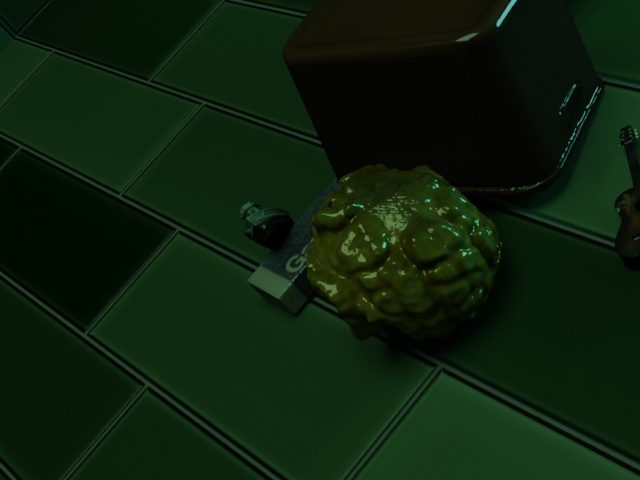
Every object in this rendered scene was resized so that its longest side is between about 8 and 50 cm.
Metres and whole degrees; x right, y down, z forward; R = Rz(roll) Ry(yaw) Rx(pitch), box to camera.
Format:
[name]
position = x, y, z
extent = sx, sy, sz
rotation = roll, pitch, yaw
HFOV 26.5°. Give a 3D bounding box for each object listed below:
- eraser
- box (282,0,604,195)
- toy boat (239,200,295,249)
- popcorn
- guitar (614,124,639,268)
[eraser]
position = 0.000, 0.000, 1.857
extent = 0.212, 0.046, 0.092
rotation = -49, 35, -11
[box]
position = 0.153, -0.220, 1.752
extent = 0.339, 0.229, 0.239
rotation = 1, 43, 37
[toy boat]
position = -0.078, -0.025, 1.881
extent = 0.066, 0.140, 0.059
rotation = 41, 98, 13
[popcorn]
position = 0.092, 0.015, 1.632
extent = 0.250, 0.190, 0.250
rotation = -8, 26, 4
[guitar]
position = 0.373, -0.060, 1.582
extent = 0.088, 0.025, 0.233
rotation = -26, 36, 21
